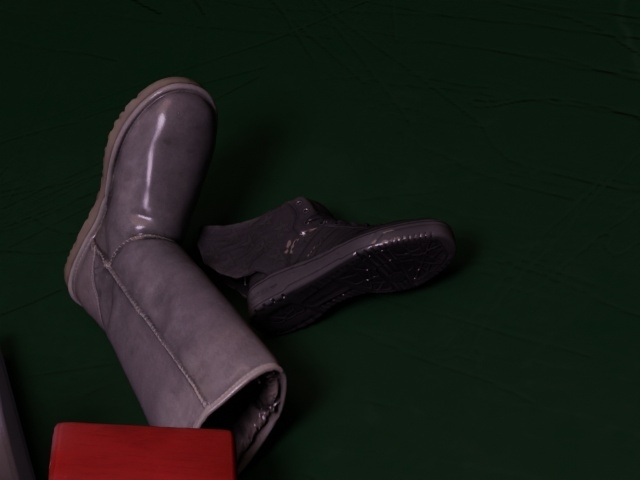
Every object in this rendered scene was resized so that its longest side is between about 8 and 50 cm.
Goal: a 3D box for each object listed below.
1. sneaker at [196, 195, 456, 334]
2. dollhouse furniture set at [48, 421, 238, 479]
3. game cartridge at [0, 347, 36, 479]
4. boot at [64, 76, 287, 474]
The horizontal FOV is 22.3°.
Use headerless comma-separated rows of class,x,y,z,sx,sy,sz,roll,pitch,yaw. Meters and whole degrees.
sneaker,0.001,0.001,1.022,0.170,0.051,0.089,-24,46,19
dollhouse furniture set,-0.225,0.140,0.805,0.374,0.152,0.201,3,31,-7
game cartridge,-0.316,0.189,1.015,0.294,0.060,0.196,-28,41,1
boot,-0.080,0.024,0.991,0.208,0.076,0.189,52,127,52
